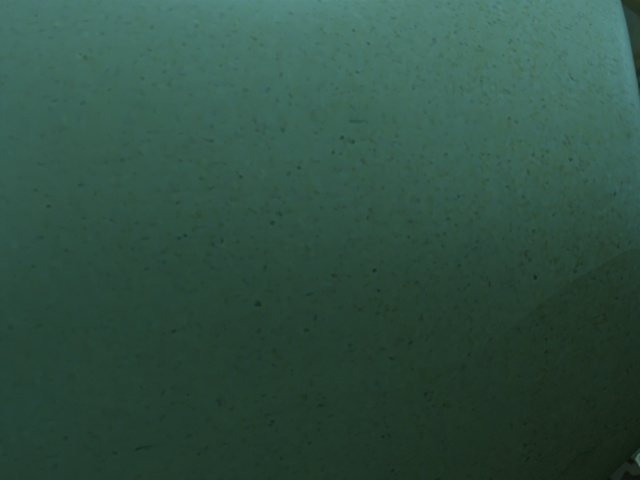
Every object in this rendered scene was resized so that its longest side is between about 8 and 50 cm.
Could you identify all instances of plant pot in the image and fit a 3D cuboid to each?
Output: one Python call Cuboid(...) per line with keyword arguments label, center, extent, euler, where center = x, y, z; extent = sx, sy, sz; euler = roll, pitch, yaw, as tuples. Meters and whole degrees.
Cuboid(label="plant pot", center=(0.000, 0.000, 0.578), extent=(0.191, 0.284, 0.284), euler=(-6, 77, 6))

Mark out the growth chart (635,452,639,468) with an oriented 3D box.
Cuboid(label="growth chart", center=(0.133, 0.143, 0.591), extent=(0.237, 0.021, 0.172), euler=(-48, 59, 16))
